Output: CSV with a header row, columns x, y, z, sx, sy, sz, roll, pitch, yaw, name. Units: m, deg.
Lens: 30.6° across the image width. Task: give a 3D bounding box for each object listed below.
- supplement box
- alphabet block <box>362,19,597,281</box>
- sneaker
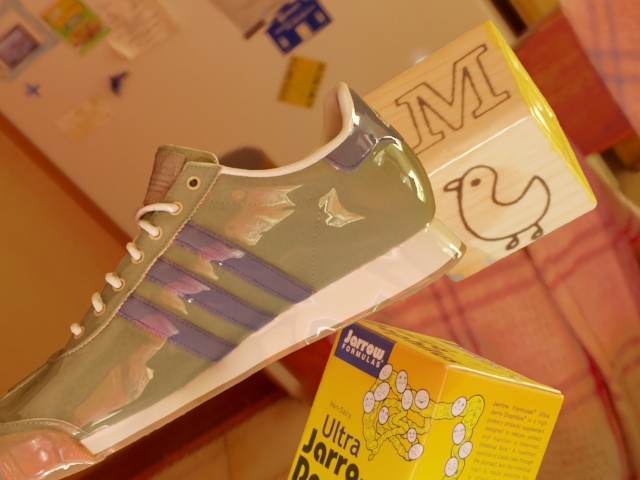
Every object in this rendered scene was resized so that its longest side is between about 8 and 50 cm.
x,y,z,sx,sy,sz,roll,pitch,yaw,name
0.093,0.294,1.337,0.194,0.195,0.357,21,93,53,supplement box
0.179,-0.104,1.386,0.197,0.192,0.193,-31,43,18,alphabet block
-0.047,0.009,0.419,0.192,0.086,0.064,-27,7,-15,sneaker
